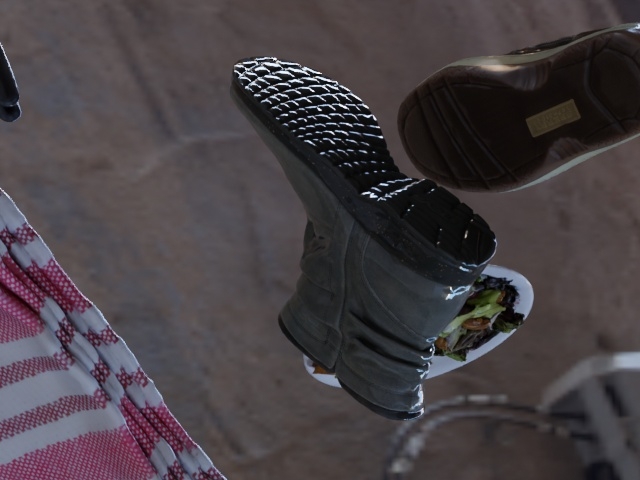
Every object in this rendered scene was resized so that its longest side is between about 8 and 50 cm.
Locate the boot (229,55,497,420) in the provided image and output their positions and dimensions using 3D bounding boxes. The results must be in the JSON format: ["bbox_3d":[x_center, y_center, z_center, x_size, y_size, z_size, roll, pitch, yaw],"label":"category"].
[{"bbox_3d":[0.000,0.000,1.329,0.246,0.083,0.161,46,-51,27],"label":"boot"}]

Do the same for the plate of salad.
[{"bbox_3d":[0.084,0.081,1.623,0.200,0.200,0.048,-41,-127,35],"label":"plate of salad"}]

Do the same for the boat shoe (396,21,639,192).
[{"bbox_3d":[0.162,-0.092,1.316,0.257,0.095,0.095,-7,-77,52],"label":"boat shoe"}]

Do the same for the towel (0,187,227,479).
[{"bbox_3d":[-0.110,0.064,0.572,0.144,0.029,0.197,-26,-71,33],"label":"towel"}]

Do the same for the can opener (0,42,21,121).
[{"bbox_3d":[-0.332,-0.192,1.910,0.186,0.073,0.059,61,-9,21],"label":"can opener"}]
